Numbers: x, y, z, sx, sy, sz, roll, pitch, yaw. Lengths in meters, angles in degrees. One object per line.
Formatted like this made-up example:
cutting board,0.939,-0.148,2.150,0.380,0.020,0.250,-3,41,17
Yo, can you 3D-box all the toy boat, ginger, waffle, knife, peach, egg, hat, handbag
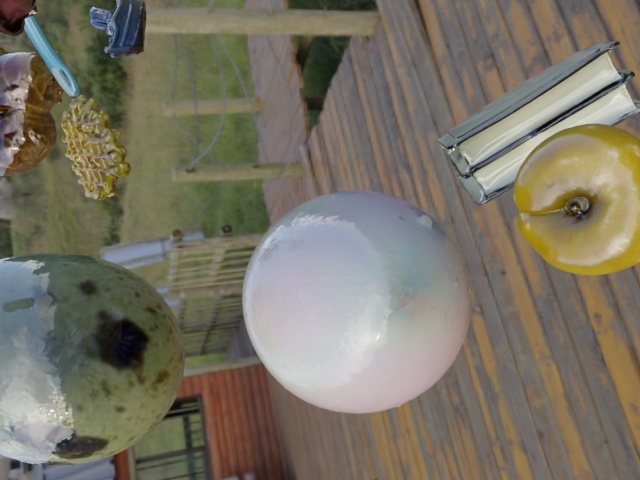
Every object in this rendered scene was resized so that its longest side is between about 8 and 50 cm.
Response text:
toy boat,-0.535,-0.569,1.608,0.309,0.142,0.129,-103,20,-45
ginger,-0.777,-0.308,1.481,0.152,0.274,0.358,-68,-3,-68
waffle,-0.512,-0.193,1.380,0.249,0.056,0.253,42,135,25
knife,-0.606,-0.425,1.358,0.064,0.031,0.222,-7,118,48
peach,0.309,-0.047,0.715,0.179,0.103,0.179,23,121,44
egg,0.070,0.091,0.914,0.340,0.354,0.355,166,98,-75
hat,-0.592,-0.489,1.149,0.205,0.089,0.206,170,90,-89
handbag,0.426,-0.235,1.224,0.160,0.358,0.237,55,-167,-15
egg,-0.442,0.189,1.017,0.345,0.427,0.345,-54,25,40

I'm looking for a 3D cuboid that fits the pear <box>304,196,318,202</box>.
pear,0.000,0.000,1.259,0.220,0.187,0.188,-95,8,-66
